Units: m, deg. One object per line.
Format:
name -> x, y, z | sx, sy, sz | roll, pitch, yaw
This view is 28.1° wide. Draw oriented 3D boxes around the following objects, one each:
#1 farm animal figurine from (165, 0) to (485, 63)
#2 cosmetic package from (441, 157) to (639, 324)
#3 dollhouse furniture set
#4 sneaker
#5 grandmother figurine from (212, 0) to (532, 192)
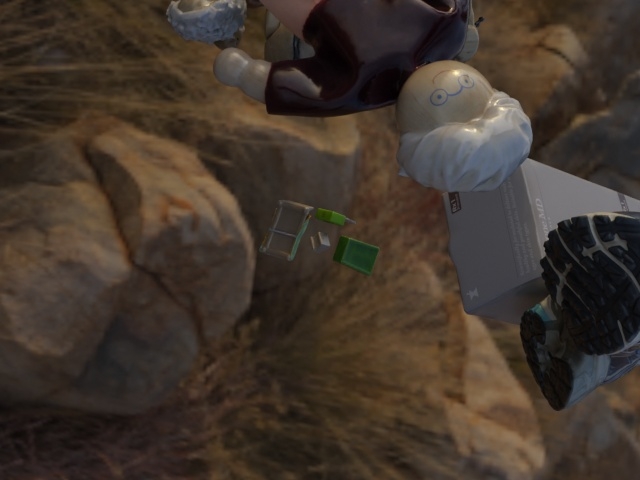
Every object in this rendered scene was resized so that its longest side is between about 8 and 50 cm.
farm animal figurine -> 0.014, -0.256, 1.608 | 0.326, 0.330, 0.172 | -32, 130, -63
cosmetic package -> 0.232, 0.015, 1.207 | 0.238, 0.107, 0.127 | 15, 57, -45
dollhouse furniture set -> 0.000, 0.000, 1.611 | 0.058, 0.151, 0.076 | 22, 85, -45
sneaker -> 0.247, 0.040, 1.036 | 0.122, 0.110, 0.283 | -21, 161, -13
grandmother figurine -> 0.019, -0.165, 0.902 | 0.208, 0.342, 0.104 | -39, 161, 0
